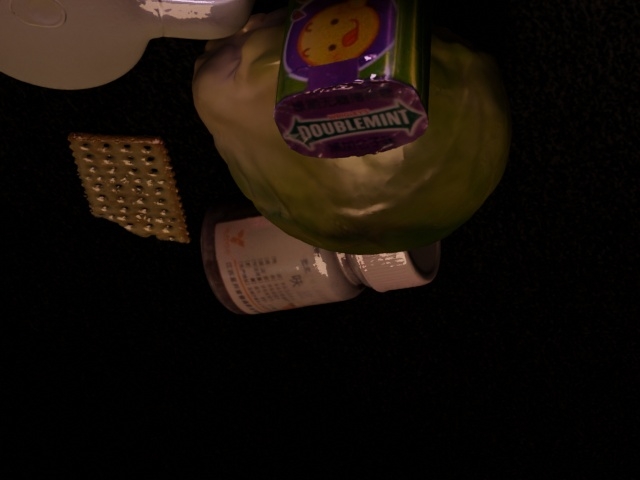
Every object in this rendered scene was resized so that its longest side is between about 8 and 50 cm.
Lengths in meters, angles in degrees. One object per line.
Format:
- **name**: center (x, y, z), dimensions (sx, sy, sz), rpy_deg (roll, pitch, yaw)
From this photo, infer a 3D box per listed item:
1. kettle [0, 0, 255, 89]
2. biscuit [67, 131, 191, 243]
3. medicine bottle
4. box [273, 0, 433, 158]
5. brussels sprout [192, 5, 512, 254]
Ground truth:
- **kettle**: center (-0.186, -0.303, 1.178), dimensions (0.265, 0.318, 0.205), rpy_deg (28, 137, -18)
- **biscuit**: center (-0.257, -0.070, 1.719), dimensions (0.144, 0.016, 0.203), rpy_deg (4, 140, 9)
- **medicine bottle**: center (0.000, 0.000, 1.621), dimensions (0.273, 0.165, 0.165), rpy_deg (-8, 137, 25)
- **box**: center (0.040, -0.237, 1.178), dimensions (0.134, 0.346, 0.097), rpy_deg (-10, 142, 19)
- **brussels sprout**: center (0.042, -0.139, 1.376), dimensions (0.344, 0.268, 0.344), rpy_deg (15, 134, 16)
